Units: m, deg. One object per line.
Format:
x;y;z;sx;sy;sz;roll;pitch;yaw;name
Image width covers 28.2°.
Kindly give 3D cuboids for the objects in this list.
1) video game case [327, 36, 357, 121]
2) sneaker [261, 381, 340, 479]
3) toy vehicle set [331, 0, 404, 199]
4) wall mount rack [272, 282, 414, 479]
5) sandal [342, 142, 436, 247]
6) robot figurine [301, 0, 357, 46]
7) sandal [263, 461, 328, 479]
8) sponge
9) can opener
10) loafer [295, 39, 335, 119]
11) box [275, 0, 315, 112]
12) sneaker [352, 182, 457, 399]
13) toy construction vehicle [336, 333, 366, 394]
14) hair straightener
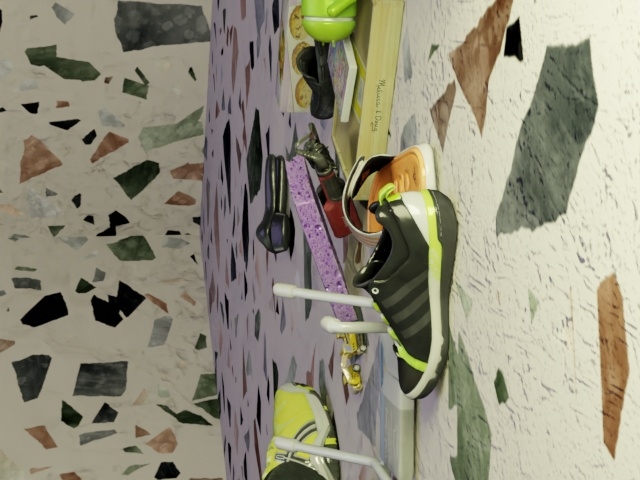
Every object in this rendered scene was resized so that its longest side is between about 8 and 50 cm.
0.026;-0.220;1.594;0.087;0.011;0.122;99;166;-45;video game case
-0.048;0.381;1.906;0.145;0.147;0.384;99;167;-52;sneaker
0.054;-0.204;1.579;0.166;0.035;0.267;-106;18;-55;toy vehicle set
0.027;0.175;1.509;0.304;0.130;0.350;-153;63;-79;wall mount rack
0.064;-0.055;1.425;0.265;0.076;0.102;129;139;-75;sandal
0.010;-0.289;1.518;0.101;0.067;0.115;-141;50;-70;robot figurine
0.040;0.447;1.502;0.107;0.167;0.446;-50;43;35;sandal
0.000;0.000;1.723;0.117;0.031;0.210;-105;-3;-56;sponge
-0.080;-0.066;2.335;0.059;0.073;0.186;17;-110;-59;can opener
0.004;-0.241;1.738;0.223;0.078;0.076;107;159;-61;loafer
-0.024;-0.344;1.922;0.063;0.067;0.324;-106;19;-53;box
0.078;0.051;1.300;0.084;0.097;0.234;-117;28;-69;sneaker
0.037;0.155;1.716;0.086;0.035;0.098;117;150;-69;toy construction vehicle
0.000;-0.084;1.618;0.230;0.047;0.089;54;-168;-63;hair straightener
